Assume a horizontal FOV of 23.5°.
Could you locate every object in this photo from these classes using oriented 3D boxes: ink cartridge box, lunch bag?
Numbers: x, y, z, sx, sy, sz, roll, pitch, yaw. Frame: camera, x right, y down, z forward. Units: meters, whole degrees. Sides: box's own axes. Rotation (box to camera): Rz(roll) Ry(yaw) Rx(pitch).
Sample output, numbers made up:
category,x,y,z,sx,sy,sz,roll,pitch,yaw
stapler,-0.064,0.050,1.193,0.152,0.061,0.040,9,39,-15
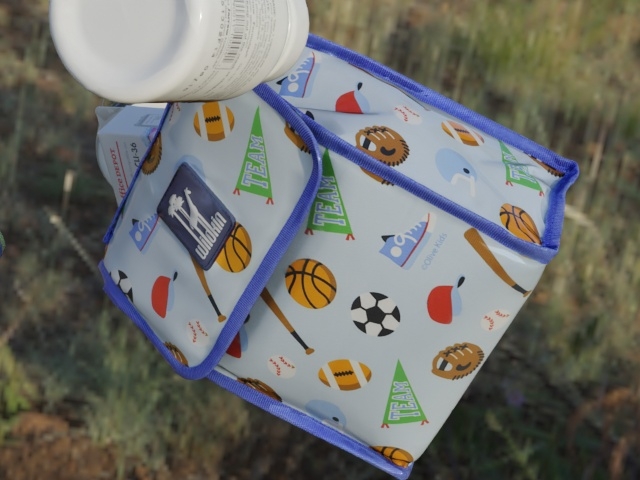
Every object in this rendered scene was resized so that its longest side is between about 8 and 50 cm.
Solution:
category,x,y,z,sx,sy,sz,roll,pitch,yaw
ink cartridge box,-0.168,-0.082,1.694,0.198,0.115,0.067,6,35,26
lunch bag,0.000,0.000,1.503,0.385,0.328,0.239,29,31,-2

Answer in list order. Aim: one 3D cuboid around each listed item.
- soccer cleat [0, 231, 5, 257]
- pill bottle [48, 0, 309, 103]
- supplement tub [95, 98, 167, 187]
category,x,y,z,sx,sy,sz,roll,pitch,yaw
soccer cleat,-0.549,-0.075,2.156,0.289,0.093,0.121,55,24,-8
pill bottle,-0.099,-0.172,1.196,0.131,0.131,0.229,17,11,20
supplement tub,-0.227,-0.201,2.280,0.194,0.193,0.316,9,32,-8
